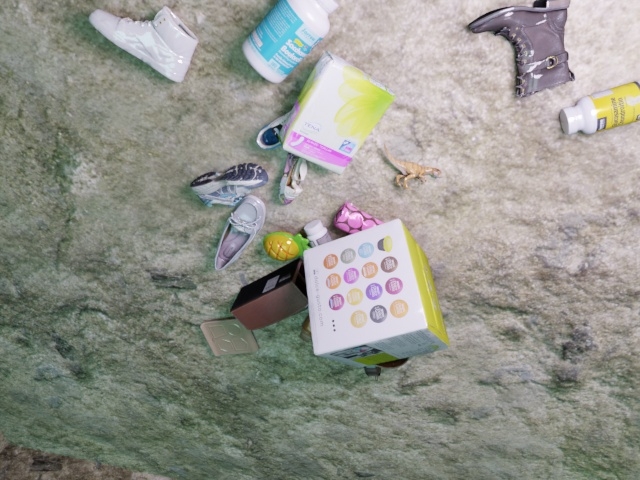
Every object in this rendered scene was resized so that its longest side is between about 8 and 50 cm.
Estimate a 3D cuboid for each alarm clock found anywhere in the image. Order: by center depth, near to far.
[{"bbox_3d":[0.211,0.497,1.688,0.064,0.129,0.191,-9,117,16],"label":"alarm clock"}]

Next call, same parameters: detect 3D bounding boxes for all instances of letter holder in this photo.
[{"bbox_3d":[-0.150,0.244,1.604,0.302,0.152,0.214,-27,113,24],"label":"letter holder"}]

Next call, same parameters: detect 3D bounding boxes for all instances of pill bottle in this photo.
[{"bbox_3d":[0.751,-0.344,1.110,0.184,0.103,0.103,-15,116,19],"label":"pill bottle"},{"bbox_3d":[-0.077,-0.565,1.122,0.264,0.146,0.146,-37,107,27],"label":"pill bottle"},{"bbox_3d":[0.000,0.000,1.474,0.078,0.078,0.137,-18,115,20],"label":"pill bottle"}]

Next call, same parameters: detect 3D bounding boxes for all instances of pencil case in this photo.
[{"bbox_3d":[0.153,-0.050,1.412,0.210,0.095,0.098,27,95,-7],"label":"pencil case"}]

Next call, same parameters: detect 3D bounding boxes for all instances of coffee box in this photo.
[{"bbox_3d":[0.181,0.186,1.321,0.335,0.337,0.338,-19,150,20],"label":"coffee box"}]

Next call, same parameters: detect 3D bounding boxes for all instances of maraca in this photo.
[{"bbox_3d":[-0.120,0.020,1.490,0.186,0.099,0.127,-1,133,23],"label":"maraca"}]

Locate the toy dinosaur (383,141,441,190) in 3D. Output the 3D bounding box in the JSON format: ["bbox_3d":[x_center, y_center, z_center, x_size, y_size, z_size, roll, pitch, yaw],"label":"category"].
[{"bbox_3d":[0.271,-0.223,1.312,0.212,0.064,0.112,16,104,-9],"label":"toy dinosaur"}]

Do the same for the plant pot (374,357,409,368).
[{"bbox_3d":[0.254,0.366,1.584,0.167,0.165,0.166,5,121,8],"label":"plant pot"}]

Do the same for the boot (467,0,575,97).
[{"bbox_3d":[0.524,-0.486,1.081,0.264,0.091,0.228,-6,118,12],"label":"boot"}]

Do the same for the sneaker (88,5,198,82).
[{"bbox_3d":[-0.500,-0.617,1.208,0.293,0.108,0.169,30,120,-18],"label":"sneaker"}]

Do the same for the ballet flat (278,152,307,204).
[{"bbox_3d":[-0.085,-0.203,1.367,0.079,0.077,0.221,41,127,37],"label":"ballet flat"}]

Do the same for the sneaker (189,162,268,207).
[{"bbox_3d":[-0.296,-0.181,1.429,0.284,0.110,0.122,-5,131,22],"label":"sneaker"}]

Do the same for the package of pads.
[{"bbox_3d":[0.035,-0.359,1.207,0.229,0.101,0.296,20,123,-28],"label":"package of pads"}]

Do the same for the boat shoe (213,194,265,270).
[{"bbox_3d":[-0.297,-0.022,1.504,0.118,0.103,0.320,33,120,-8],"label":"boat shoe"}]

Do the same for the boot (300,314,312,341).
[{"bbox_3d":[0.024,0.367,1.688,0.197,0.073,0.152,22,117,-5],"label":"boot"}]

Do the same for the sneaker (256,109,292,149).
[{"bbox_3d":[-0.097,-0.352,1.286,0.237,0.086,0.085,-29,109,23],"label":"sneaker"}]

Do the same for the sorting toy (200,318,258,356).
[{"bbox_3d":[-0.394,0.419,1.823,0.209,0.038,0.192,-11,117,12],"label":"sorting toy"}]
